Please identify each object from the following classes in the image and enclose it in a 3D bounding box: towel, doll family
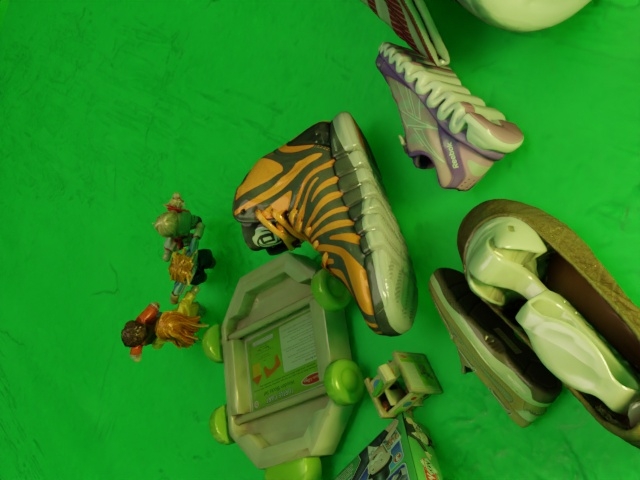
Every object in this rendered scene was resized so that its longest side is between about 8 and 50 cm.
[{"bbox_3d":[0.029,-0.348,0.944,0.037,0.237,0.329,-35,39,4],"label":"towel"},{"bbox_3d":[-0.205,0.067,1.201,0.118,0.163,0.263,16,90,6],"label":"doll family"}]

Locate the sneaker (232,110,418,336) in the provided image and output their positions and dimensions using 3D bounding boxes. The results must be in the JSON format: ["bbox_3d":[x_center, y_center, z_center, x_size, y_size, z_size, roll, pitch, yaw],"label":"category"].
[{"bbox_3d":[0.000,0.000,0.962,0.180,0.125,0.321,-24,47,12],"label":"sneaker"}]

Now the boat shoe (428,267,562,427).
[{"bbox_3d":[0.163,0.110,0.834,0.190,0.068,0.072,57,135,40],"label":"boat shoe"}]

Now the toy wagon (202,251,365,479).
[{"bbox_3d":[-0.048,0.196,1.053,0.267,0.068,0.345,-29,61,42],"label":"toy wagon"}]

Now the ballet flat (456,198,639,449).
[{"bbox_3d":[0.210,0.061,0.742,0.116,0.124,0.342,-56,45,23],"label":"ballet flat"}]

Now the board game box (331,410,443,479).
[{"bbox_3d":[0.011,0.356,0.845,0.317,0.046,0.213,-48,20,17],"label":"board game box"}]

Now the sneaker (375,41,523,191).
[{"bbox_3d":[0.123,-0.141,0.923,0.236,0.095,0.105,55,129,40],"label":"sneaker"}]

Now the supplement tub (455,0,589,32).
[{"bbox_3d":[0.152,-0.381,0.854,0.207,0.207,0.338,-58,45,22],"label":"supplement tub"}]

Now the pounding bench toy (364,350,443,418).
[{"bbox_3d":[0.079,0.163,0.898,0.065,0.083,0.052,-48,49,30],"label":"pounding bench toy"}]
